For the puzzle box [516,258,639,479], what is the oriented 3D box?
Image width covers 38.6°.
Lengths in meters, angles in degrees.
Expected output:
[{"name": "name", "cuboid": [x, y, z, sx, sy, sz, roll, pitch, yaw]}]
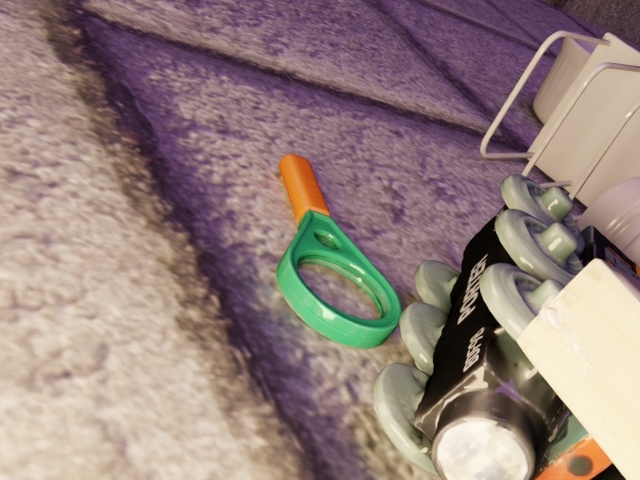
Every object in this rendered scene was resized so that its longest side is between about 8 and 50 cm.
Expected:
[{"name": "puzzle box", "cuboid": [0.278, 0.158, 0.449, 0.409, 0.052, 0.272, 21, 27, -48]}]

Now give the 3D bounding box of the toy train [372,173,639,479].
[{"name": "toy train", "cuboid": [0.155, 0.078, 0.600, 0.190, 0.142, 0.334, 40, 25, -3]}]

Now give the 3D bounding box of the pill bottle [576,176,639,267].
[{"name": "pill bottle", "cuboid": [0.346, 0.065, 0.803, 0.152, 0.152, 0.272, 9, 33, -39]}]

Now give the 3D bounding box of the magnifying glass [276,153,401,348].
[{"name": "magnifying glass", "cuboid": [0.000, 0.000, 0.698, 0.092, 0.026, 0.231, 18, 30, -24]}]

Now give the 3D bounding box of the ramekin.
[{"name": "ramekin", "cuboid": [0.479, -0.207, 1.474, 0.277, 0.135, 0.277, 25, 26, -13]}]

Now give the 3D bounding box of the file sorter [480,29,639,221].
[{"name": "file sorter", "cuboid": [0.361, -0.095, 1.074, 0.173, 0.193, 0.277, -8, 45, -50]}]
